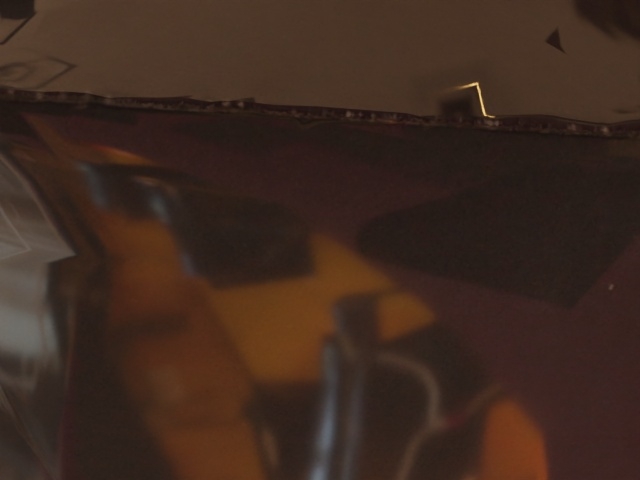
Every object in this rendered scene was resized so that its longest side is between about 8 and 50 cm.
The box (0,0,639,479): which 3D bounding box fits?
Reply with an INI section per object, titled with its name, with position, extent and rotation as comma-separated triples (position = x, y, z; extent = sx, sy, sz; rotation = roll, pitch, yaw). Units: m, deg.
[box]
position = 0.000, 0.000, 0.546
extent = 0.312, 0.179, 0.343
rotation = -86, 0, -48
